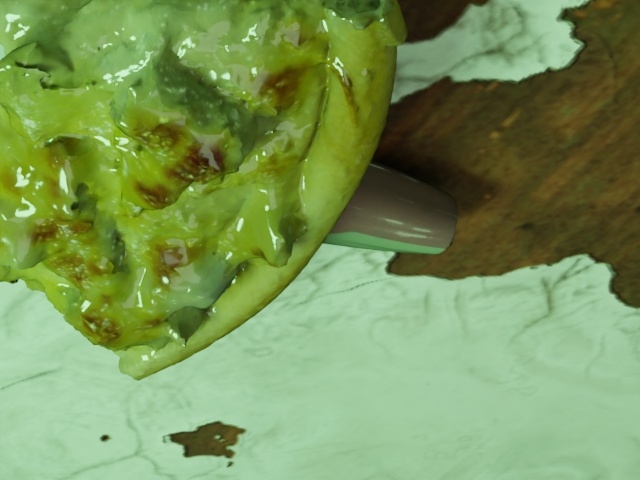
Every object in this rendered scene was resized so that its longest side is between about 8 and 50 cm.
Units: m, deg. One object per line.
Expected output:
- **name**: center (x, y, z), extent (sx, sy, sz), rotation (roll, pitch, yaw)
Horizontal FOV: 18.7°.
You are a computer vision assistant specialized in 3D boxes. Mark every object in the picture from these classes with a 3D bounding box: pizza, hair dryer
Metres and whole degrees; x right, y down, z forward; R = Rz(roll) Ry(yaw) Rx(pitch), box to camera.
- **pizza**: center (-0.095, -0.037, 0.979), extent (0.223, 0.089, 0.323), rotation (20, 136, -16)
- **hair dryer**: center (-0.007, 0.000, 1.123), extent (0.106, 0.054, 0.154), rotation (16, 149, -36)
